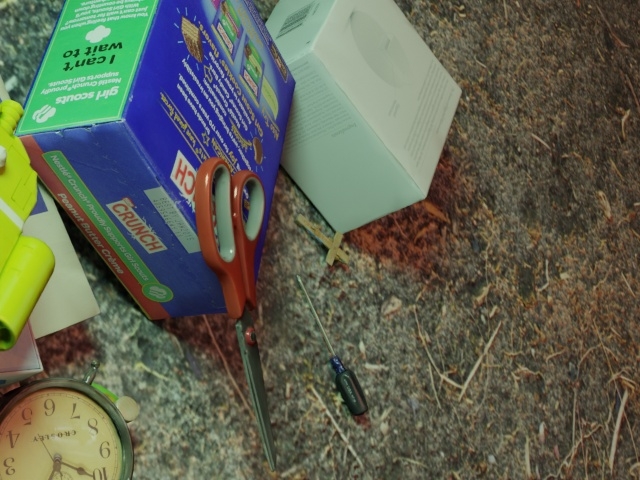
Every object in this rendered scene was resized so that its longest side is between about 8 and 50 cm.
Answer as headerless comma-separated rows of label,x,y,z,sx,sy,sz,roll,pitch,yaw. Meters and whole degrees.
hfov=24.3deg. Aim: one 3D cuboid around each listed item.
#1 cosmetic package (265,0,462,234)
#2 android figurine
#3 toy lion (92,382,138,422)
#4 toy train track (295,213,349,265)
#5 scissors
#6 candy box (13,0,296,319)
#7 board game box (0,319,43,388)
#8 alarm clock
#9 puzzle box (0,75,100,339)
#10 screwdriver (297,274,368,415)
cosmetic package,0.034,-0.170,1.738,0.224,0.138,0.224,50,37,-22
android figurine,-0.289,-0.036,1.058,0.248,0.056,0.272,51,36,-26
toy lion,-0.213,0.164,1.289,0.096,0.034,0.100,37,43,-25
toy train track,0.000,0.000,1.702,0.083,0.014,0.048,42,47,-23
scissors,-0.077,0.072,1.353,0.109,0.021,0.297,-6,94,-65
candy box,-0.144,-0.126,1.425,0.268,0.122,0.317,60,28,-42
board game box,-0.365,-0.035,1.056,0.318,0.066,0.318,1,70,-57
alarm clock,-0.219,0.198,1.208,0.129,0.064,0.192,-3,77,-34
puzzle box,-0.365,-0.008,1.160,0.409,0.052,0.272,-20,87,-57
screwdriver,0.007,0.117,1.642,0.024,0.025,0.170,-17,76,-56
